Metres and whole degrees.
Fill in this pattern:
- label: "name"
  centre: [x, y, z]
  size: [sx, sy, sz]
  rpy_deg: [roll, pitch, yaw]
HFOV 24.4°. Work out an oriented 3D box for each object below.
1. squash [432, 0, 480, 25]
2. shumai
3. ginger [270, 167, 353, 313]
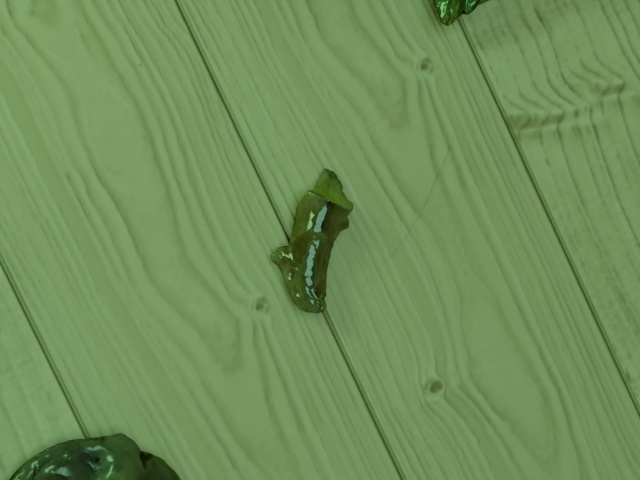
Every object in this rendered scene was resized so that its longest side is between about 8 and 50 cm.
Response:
- label: "squash"
  centre: [0.181, -0.342, 1.411]
  size: [0.137, 0.137, 0.287]
  rpy_deg: [40, 81, -10]
- label: "shumai"
  centre: [-0.199, 0.266, 1.285]
  size: [0.201, 0.120, 0.201]
  rpy_deg: [1, 86, -12]
- label: "ginger"
  centre: [-0.005, -0.002, 1.389]
  size: [0.057, 0.044, 0.137]
  rpy_deg: [19, 84, -31]
